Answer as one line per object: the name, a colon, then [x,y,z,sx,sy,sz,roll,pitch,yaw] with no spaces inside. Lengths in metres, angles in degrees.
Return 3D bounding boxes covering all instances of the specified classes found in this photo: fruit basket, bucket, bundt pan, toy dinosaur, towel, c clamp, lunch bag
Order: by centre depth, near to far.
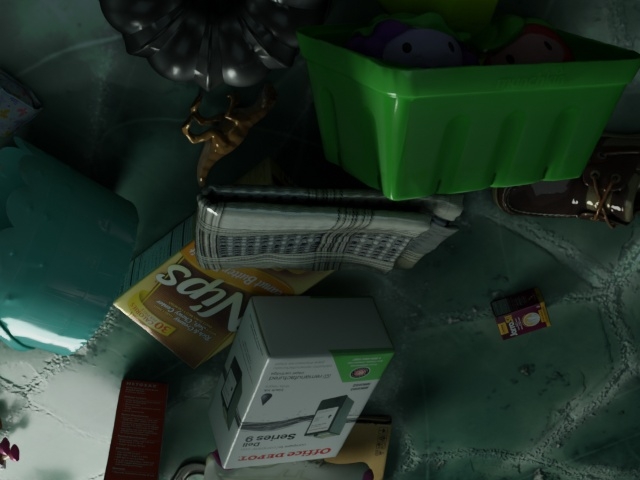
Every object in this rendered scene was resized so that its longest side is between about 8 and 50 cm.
fruit basket: [0.169,-0.261,1.115,0.392,0.283,0.392,-13,118,-26]
bundt pan: [-0.131,-0.329,1.161,0.331,0.124,0.331,-2,123,-3]
towel: [0.000,0.000,1.208,0.324,0.056,0.312,1,164,-8]
lunch bag: [-0.432,-0.184,1.273,0.071,0.053,0.083,-34,144,16]
bucket: [-0.390,0.018,1.281,0.183,0.281,0.281,28,117,-29]
toy dinosaur: [-0.144,-0.141,1.314,0.112,0.064,0.211,33,115,-23]
c clamp: [-0.211,0.464,1.717,0.137,0.022,0.160,29,116,-20]

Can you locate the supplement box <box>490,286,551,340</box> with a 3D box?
supplement box: [0.327,0.120,1.523,0.083,0.043,0.055,-20,123,9]

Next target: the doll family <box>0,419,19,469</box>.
doll family: [-0.635,0.318,1.560,0.163,0.118,0.263,-24,139,4]

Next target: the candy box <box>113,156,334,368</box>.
candy box: [-0.137,0.040,1.414,0.316,0.087,0.183,-36,119,17]

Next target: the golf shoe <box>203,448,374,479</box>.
golf shoe: [-0.064,0.406,1.624,0.306,0.115,0.140,-12,84,7]

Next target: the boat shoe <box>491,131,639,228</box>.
boat shoe: [0.426,-0.084,1.353,0.342,0.123,0.123,-6,122,0]

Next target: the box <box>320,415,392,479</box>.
box: [0.037,0.396,1.691,0.164,0.021,0.201,3,123,-3]

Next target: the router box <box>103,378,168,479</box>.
router box: [-0.316,0.455,1.541,0.082,0.301,0.335,7,121,-8]

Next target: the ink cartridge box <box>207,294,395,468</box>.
ink cartridge box: [-0.037,0.224,1.463,0.211,0.121,0.289,0,135,-24]
